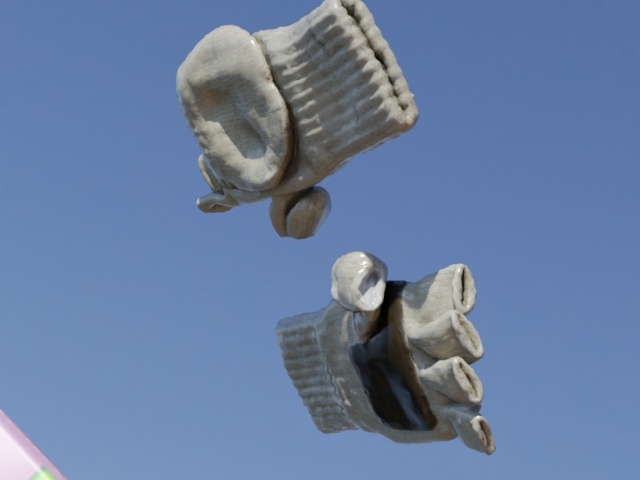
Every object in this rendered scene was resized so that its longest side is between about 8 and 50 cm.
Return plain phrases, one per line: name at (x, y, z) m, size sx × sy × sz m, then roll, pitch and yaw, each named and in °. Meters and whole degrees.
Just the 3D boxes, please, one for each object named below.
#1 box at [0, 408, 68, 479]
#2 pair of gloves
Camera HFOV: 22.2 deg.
box at (-0.071, 0.155, 0.423) m, size 0.243 × 0.117 × 0.213 m, roll 41°, pitch -19°, yaw 21°
pair of gloves at (0.000, 0.000, 0.841) m, size 0.204 × 0.042 × 0.240 m, roll -6°, pitch -72°, yaw 59°
